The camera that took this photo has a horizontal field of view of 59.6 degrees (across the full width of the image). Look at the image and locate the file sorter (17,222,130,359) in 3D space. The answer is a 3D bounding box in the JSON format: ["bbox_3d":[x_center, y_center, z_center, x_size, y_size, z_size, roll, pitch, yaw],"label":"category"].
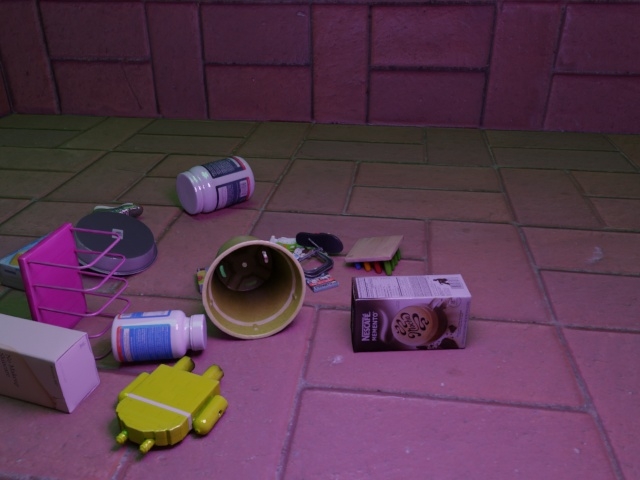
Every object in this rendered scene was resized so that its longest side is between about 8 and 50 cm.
[{"bbox_3d":[-0.619,0.135,1.463,0.182,0.291,0.202,7,28,8],"label":"file sorter"}]

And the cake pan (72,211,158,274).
[{"bbox_3d":[-0.687,-0.001,1.865,0.293,0.054,0.293,18,32,-12],"label":"cake pan"}]

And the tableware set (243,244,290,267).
[{"bbox_3d":[-0.178,0.063,1.863,0.168,0.020,0.141,-10,37,-12],"label":"tableware set"}]

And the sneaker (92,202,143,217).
[{"bbox_3d":[-0.789,-0.095,2.161,0.192,0.064,0.086,-3,35,-4],"label":"sneaker"}]

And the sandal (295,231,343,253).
[{"bbox_3d":[0.000,0.000,1.918,0.179,0.067,0.040,11,20,26],"label":"sandal"}]

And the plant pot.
[{"bbox_3d":[-0.203,0.101,1.590,0.275,0.276,0.254,-7,17,-13],"label":"plant pot"}]

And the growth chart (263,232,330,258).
[{"bbox_3d":[-0.079,0.023,1.965,0.237,0.021,0.172,-1,28,-1],"label":"growth chart"}]

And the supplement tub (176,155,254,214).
[{"bbox_3d":[-0.421,-0.222,2.255,0.272,0.191,0.191,-22,34,-37],"label":"supplement tub"}]

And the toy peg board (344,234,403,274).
[{"bbox_3d":[0.187,0.055,1.861,0.160,0.079,0.161,-5,22,27],"label":"toy peg board"}]

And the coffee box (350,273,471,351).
[{"bbox_3d":[0.230,0.191,1.476,0.297,0.168,0.119,-2,27,-1],"label":"coffee box"}]

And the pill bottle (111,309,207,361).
[{"bbox_3d":[-0.407,0.243,1.429,0.221,0.124,0.124,-3,27,-5],"label":"pill bottle"}]

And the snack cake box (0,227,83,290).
[{"bbox_3d":[-0.884,0.061,1.823,0.152,0.089,0.264,10,29,21],"label":"snack cake box"}]

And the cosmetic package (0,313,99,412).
[{"bbox_3d":[-0.697,0.282,1.320,0.309,0.160,0.113,8,29,17],"label":"cosmetic package"}]

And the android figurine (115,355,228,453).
[{"bbox_3d":[-0.341,0.367,1.261,0.248,0.056,0.273,10,29,19],"label":"android figurine"}]

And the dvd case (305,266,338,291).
[{"bbox_3d":[-0.008,0.122,1.778,0.087,0.013,0.119,-14,31,-24],"label":"dvd case"}]

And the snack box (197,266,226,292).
[{"bbox_3d":[-0.316,0.117,1.764,0.141,0.037,0.100,-7,29,-13],"label":"snack box"}]

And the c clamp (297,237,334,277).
[{"bbox_3d":[-0.031,0.064,1.834,0.137,0.022,0.160,32,39,19],"label":"c clamp"}]
